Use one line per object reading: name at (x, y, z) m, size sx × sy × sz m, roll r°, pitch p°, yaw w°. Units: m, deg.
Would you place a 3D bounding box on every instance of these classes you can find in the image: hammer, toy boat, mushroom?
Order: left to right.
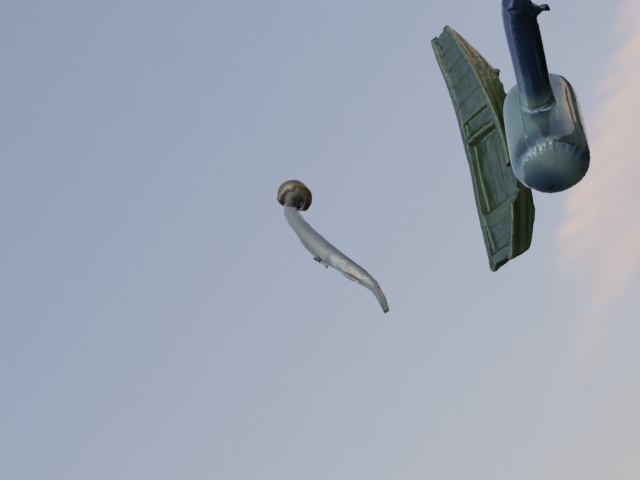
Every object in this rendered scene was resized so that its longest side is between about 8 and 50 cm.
mushroom at (0.000, -0.003, 1.678) m, size 0.068 × 0.306 × 0.043 m, roll 0°, pitch -66°, yaw -18°
toy boat at (0.196, -0.113, 1.768) m, size 0.055 × 0.293 × 0.093 m, roll -8°, pitch -14°, yaw -22°
hammer at (0.181, -0.137, 1.281) m, size 0.069 × 0.116 × 0.194 m, roll -11°, pitch -46°, yaw 10°
